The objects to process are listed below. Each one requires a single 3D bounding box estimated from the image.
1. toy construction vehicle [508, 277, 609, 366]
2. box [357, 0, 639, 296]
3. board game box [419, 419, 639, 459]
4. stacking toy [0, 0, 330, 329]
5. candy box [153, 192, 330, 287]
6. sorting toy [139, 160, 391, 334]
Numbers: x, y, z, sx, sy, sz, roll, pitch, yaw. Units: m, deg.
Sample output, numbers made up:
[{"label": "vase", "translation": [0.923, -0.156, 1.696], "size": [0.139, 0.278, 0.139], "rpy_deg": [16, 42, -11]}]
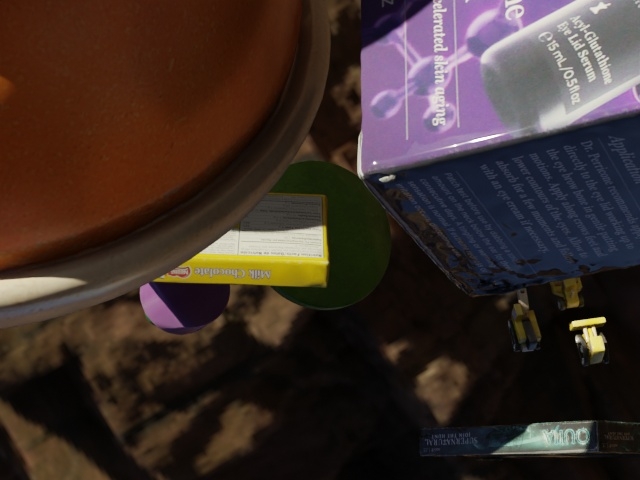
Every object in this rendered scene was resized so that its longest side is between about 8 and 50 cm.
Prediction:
[{"label": "toy construction vehicle", "translation": [0.215, 0.067, 1.346], "size": [0.035, 0.086, 0.098], "rpy_deg": [91, 173, -57]}, {"label": "box", "translation": [0.126, -0.083, 0.532], "size": [0.108, 0.207, 0.153], "rpy_deg": [44, -141, -51]}, {"label": "board game box", "translation": [0.191, 0.166, 1.212], "size": [0.126, 0.186, 0.026], "rpy_deg": [9, -103, -41]}, {"label": "stacking toy", "translation": [-0.138, -0.229, 0.487], "size": [0.350, 0.351, 0.480], "rpy_deg": [60, 152, 33]}, {"label": "candy box", "translation": [-0.097, -0.004, 1.064], "size": [0.105, 0.206, 0.027], "rpy_deg": [-90, 3, -59]}, {"label": "sorting toy", "translation": [0.000, 0.000, 1.277], "size": [0.127, 0.365, 0.126], "rpy_deg": [65, 154, 4]}]
